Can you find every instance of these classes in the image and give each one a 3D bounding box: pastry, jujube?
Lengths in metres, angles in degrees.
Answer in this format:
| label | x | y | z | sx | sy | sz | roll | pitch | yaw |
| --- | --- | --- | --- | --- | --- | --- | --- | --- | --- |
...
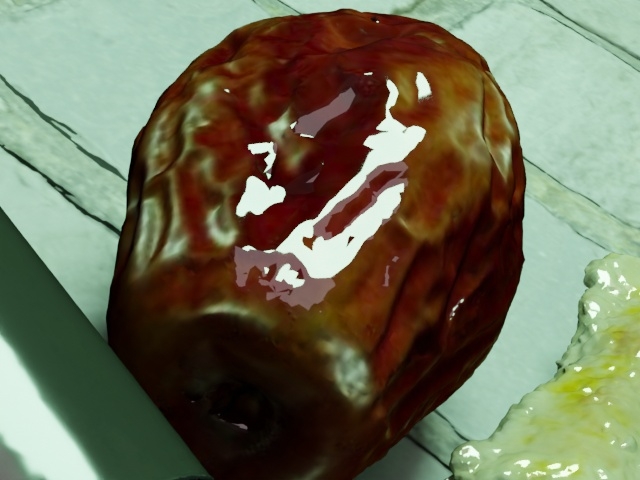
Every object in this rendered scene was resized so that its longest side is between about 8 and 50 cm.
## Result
| label | x | y | z | sx | sy | sz | roll | pitch | yaw |
| --- | --- | --- | --- | --- | --- | --- | --- | --- | --- |
| pastry | 0.145 | 0.095 | 0.856 | 0.121 | 0.089 | 0.258 | 29 | 31 | 9 |
| jujube | 0.000 | 0.000 | 0.800 | 0.197 | 0.197 | 0.290 | 27 | 33 | -1 |

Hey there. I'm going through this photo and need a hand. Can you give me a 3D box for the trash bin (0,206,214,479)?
| label | x | y | z | sx | sy | sz | roll | pitch | yaw |
| --- | --- | --- | --- | --- | --- | --- | --- | --- | --- |
| trash bin | -0.202 | 0.023 | 0.598 | 0.334 | 0.214 | 0.214 | 44 | 36 | 17 |
